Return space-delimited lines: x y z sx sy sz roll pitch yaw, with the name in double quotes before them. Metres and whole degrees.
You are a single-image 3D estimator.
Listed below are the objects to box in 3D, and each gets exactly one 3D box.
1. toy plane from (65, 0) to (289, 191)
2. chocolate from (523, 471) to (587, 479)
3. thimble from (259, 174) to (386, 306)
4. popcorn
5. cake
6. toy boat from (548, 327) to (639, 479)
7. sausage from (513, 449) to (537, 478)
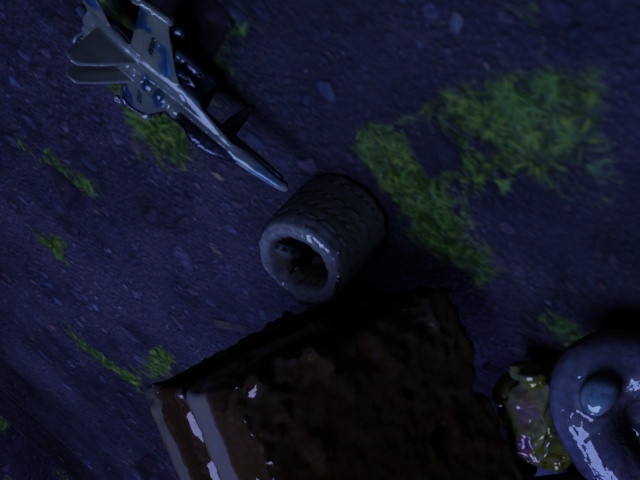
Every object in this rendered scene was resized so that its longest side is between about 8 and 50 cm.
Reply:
"toy plane" -0.129 -0.140 0.852 0.262 0.088 0.192 31 154 -6
"chocolate" 0.294 0.412 0.853 0.314 0.297 0.326 34 153 -16
"thimble" 0.000 0.000 0.875 0.102 0.090 0.115 35 146 11
"popcorn" 0.220 0.170 0.859 0.097 0.089 0.109 -158 63 -68
"cake" 0.007 0.213 0.897 0.290 0.255 0.282 -20 92 62
"toy boat" 0.287 0.168 0.725 0.227 0.085 0.155 44 110 14
"sausage" 0.211 0.257 1.030 0.083 0.034 0.034 -6 126 48
